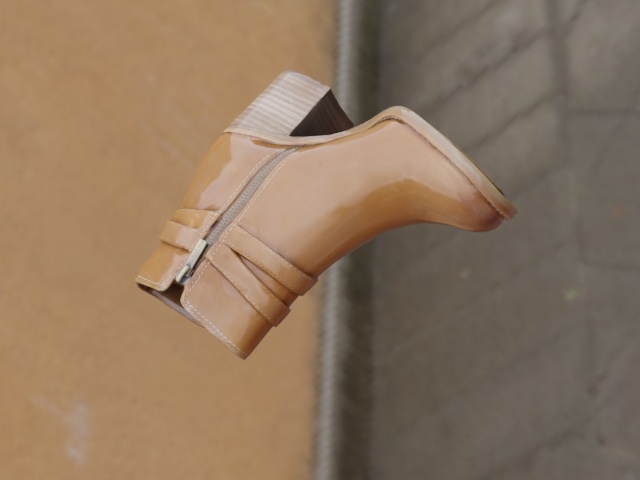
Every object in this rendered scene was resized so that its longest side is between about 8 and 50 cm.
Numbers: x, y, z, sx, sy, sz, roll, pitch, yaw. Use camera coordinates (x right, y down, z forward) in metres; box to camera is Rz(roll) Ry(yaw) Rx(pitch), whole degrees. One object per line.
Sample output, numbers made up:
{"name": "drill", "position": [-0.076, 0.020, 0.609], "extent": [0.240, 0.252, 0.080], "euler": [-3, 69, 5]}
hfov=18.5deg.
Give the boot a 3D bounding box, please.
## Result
{"name": "boot", "position": [0.000, 0.000, 1.051], "extent": [0.197, 0.073, 0.152], "euler": [24, 73, 46]}
